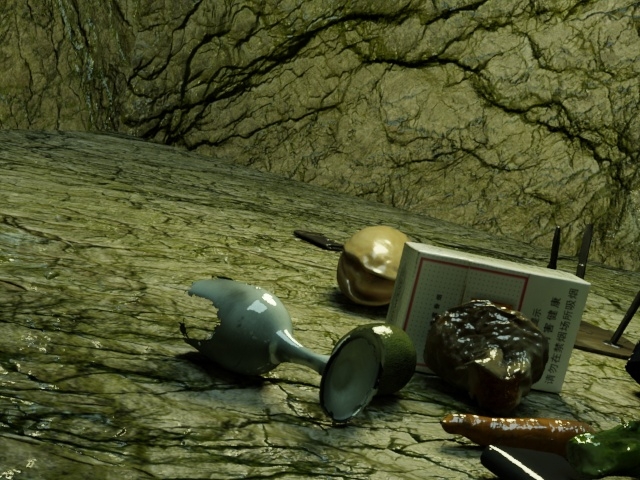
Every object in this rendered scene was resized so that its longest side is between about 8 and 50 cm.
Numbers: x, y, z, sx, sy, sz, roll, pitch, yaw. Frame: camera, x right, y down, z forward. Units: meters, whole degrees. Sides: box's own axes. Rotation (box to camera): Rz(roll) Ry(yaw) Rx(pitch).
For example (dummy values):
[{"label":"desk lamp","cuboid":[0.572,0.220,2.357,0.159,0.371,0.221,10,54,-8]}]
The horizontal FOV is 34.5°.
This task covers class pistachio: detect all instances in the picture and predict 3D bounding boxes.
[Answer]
[{"label":"pistachio","cuboid":[0.129,0.057,2.206,0.182,0.162,0.293,28,13,12]}]

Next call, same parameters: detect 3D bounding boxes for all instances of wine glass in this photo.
[{"label":"wine glass","cuboid":[-0.065,0.149,1.500,0.321,0.143,0.143,17,10,36]}]

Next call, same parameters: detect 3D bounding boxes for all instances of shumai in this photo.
[{"label":"shumai","cuboid":[0.265,0.207,1.661,0.206,0.166,0.175,3,35,9]}]

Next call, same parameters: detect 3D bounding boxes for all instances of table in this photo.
[{"label":"table","cuboid":[0.611,0.096,2.359,0.318,0.249,0.317,13,10,-2]}]

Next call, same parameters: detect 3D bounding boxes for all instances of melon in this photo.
[{"label":"melon","cuboid":[0.085,0.183,1.574,0.114,0.114,0.167,20,11,34]}]

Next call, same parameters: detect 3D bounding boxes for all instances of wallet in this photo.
[{"label":"wallet","cuboid":[0.000,0.000,2.784,0.082,0.018,0.157,6,11,-38]},{"label":"wallet","cuboid":[0.320,0.326,1.283,0.149,0.044,0.250,12,8,-30]}]

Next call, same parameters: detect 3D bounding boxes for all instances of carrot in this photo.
[{"label":"carrot","cuboid":[0.281,0.276,1.470,0.248,0.059,0.059,8,11,-14]}]

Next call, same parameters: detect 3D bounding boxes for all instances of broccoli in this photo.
[{"label":"broccoli","cuboid":[0.440,0.281,1.393,0.304,0.145,0.165,3,14,-40]}]

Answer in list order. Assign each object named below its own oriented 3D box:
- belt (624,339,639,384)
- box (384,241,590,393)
[{"label":"belt","cuboid":[0.673,0.248,1.922,0.151,0.078,0.198,46,-22,-31]},{"label":"box","cuboid":[0.286,0.137,1.812,0.331,0.210,0.095,11,9,-14]}]
